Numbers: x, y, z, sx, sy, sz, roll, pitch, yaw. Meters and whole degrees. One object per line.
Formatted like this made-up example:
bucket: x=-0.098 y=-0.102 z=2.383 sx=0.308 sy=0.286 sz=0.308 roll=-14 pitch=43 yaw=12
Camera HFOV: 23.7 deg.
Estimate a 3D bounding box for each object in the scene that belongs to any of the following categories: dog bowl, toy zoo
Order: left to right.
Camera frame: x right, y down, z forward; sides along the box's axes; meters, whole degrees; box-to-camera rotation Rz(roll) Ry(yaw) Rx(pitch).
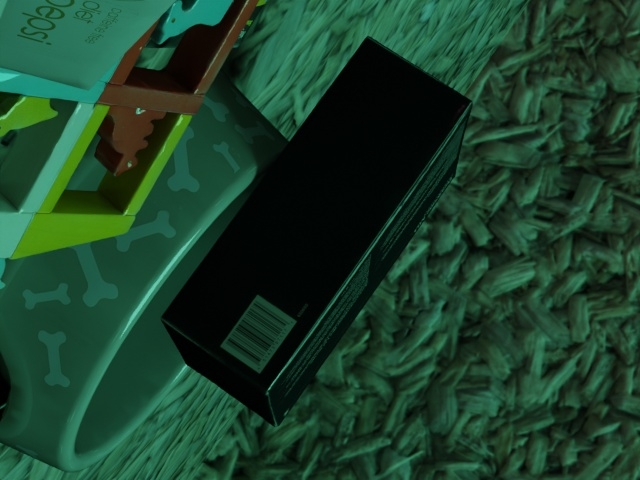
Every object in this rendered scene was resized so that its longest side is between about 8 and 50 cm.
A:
toy zoo: x=-0.129 y=-0.093 z=0.846 sx=0.192 sy=0.030 sz=0.293 roll=-1 pitch=127 yaw=-59
dog bowl: x=-0.141 y=0.029 z=1.188 sx=0.349 sy=0.102 sz=0.349 roll=-54 pitch=172 yaw=-12

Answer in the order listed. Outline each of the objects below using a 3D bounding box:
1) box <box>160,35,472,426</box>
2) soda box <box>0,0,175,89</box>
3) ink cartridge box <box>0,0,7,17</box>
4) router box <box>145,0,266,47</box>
box: x=0.000 y=0.000 z=1.169 sx=0.261 sy=0.103 sz=0.184 roll=-54 pitch=169 yaw=-12
soda box: x=-0.092 y=-0.132 z=0.631 sx=0.216 sy=0.069 sz=0.074 roll=154 pitch=-54 yaw=-64
ink cartridge box: x=-0.127 y=-0.127 z=0.531 sx=0.296 sy=0.066 sz=0.261 roll=-55 pitch=-176 yaw=43
router box: x=-0.062 y=-0.188 z=0.970 sx=0.133 sy=0.046 sz=0.179 roll=-56 pitch=171 yaw=15
